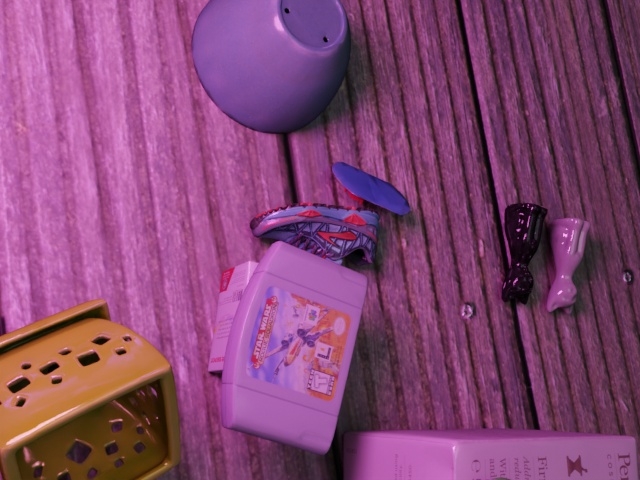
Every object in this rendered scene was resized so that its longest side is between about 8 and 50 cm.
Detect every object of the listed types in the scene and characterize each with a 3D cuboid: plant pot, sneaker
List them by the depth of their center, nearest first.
[{"bbox_3d":[-0.339,0.224,1.024,0.228,0.227,0.207,-23,47,-30],"label":"plant pot"},{"bbox_3d":[-0.058,-0.358,1.339,0.290,0.195,0.290,7,76,-28],"label":"plant pot"},{"bbox_3d":[0.000,0.000,1.348,0.261,0.104,0.125,2,80,-28],"label":"sneaker"}]

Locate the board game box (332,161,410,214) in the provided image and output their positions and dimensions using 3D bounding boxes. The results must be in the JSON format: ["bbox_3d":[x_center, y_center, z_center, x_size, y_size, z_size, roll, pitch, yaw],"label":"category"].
[{"bbox_3d":[0.089,-0.087,1.429,0.168,0.033,0.133,22,26,-19],"label":"board game box"}]

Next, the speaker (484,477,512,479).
[{"bbox_3d":[0.302,0.369,0.943,0.131,0.296,0.131,7,76,-28],"label":"speaker"}]

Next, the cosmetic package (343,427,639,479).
[{"bbox_3d":[0.281,0.488,1.268,0.393,0.327,0.330,6,76,-29],"label":"cosmetic package"}]

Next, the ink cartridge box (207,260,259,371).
[{"bbox_3d":[-0.097,0.139,1.249,0.127,0.128,0.176,15,74,-26],"label":"ink cartridge box"}]

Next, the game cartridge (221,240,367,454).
[{"bbox_3d":[-0.043,0.161,1.170,0.198,0.062,0.297,24,70,-29],"label":"game cartridge"}]

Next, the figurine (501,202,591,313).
[{"bbox_3d":[0.480,0.047,1.621,0.214,0.092,0.210,14,81,-27],"label":"figurine"}]
